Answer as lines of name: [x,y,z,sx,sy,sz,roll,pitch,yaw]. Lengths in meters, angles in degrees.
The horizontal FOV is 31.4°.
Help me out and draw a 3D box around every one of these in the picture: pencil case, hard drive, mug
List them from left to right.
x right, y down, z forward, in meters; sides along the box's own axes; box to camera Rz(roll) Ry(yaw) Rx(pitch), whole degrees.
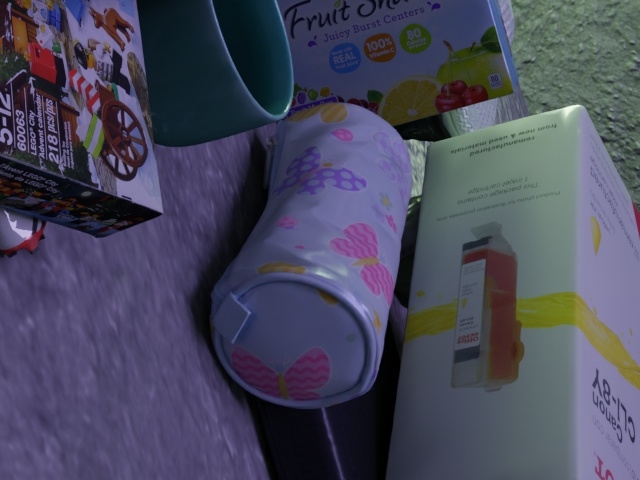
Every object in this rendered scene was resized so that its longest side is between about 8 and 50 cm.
mug: [-0.083,-0.128,0.710,0.157,0.097,0.129,-66,138,-64]
pencil case: [0.000,0.000,0.842,0.124,0.113,0.273,40,30,-17]
hard drive: [0.027,0.154,0.907,0.255,0.054,0.172,-32,107,-72]

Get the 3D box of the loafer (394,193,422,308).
loafer: [0.109,0.017,1.175,0.111,0.112,0.319,69,16,7]

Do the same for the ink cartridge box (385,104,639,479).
ink cartridge box: [0.201,0.122,0.994,0.279,0.160,0.384,52,37,-40]

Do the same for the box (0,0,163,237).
box: [-0.151,-0.130,0.535,0.159,0.044,0.233,22,54,-58]

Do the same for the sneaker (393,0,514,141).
sneaker: [0.117,-0.208,1.225,0.101,0.153,0.268,56,39,-43]

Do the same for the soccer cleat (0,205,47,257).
soccer cleat: [-0.142,-0.026,0.563,0.083,0.029,0.035,-73,149,-51]

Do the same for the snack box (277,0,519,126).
snack box: [0.048,-0.187,0.979,0.070,0.207,0.174,-53,128,-68]
